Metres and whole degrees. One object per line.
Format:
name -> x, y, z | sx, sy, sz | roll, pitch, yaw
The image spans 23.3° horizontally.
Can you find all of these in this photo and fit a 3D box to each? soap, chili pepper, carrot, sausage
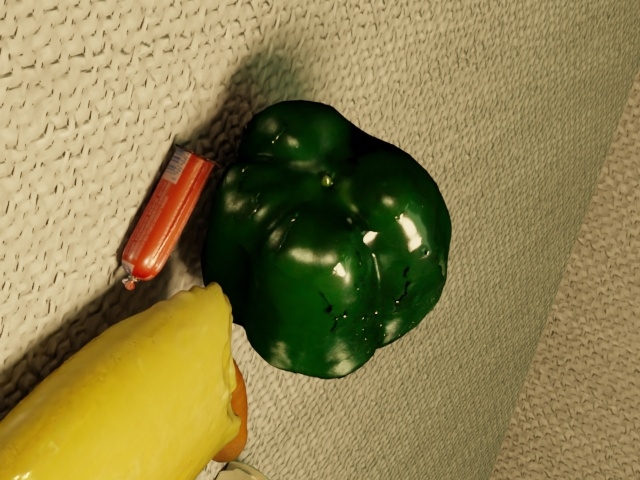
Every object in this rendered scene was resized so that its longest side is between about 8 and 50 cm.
soap -> -0.229, 0.233, 1.453 | 0.427, 0.115, 0.306 | -44, 156, -43
chili pepper -> 0.000, 0.000, 1.533 | 0.233, 0.248, 0.257 | -57, 166, -20
carrot -> -0.116, 0.158, 1.735 | 0.271, 0.066, 0.062 | 89, -11, -45
sausage -> -0.146, -0.018, 1.463 | 0.050, 0.048, 0.145 | 29, 85, -25

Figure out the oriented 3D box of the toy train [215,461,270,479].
toy train -> -0.093, 0.361, 1.987 | 0.125, 0.080, 0.194 | -64, 159, -13
